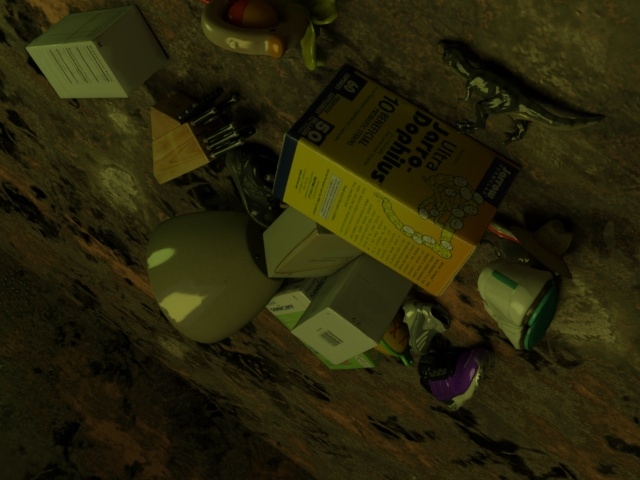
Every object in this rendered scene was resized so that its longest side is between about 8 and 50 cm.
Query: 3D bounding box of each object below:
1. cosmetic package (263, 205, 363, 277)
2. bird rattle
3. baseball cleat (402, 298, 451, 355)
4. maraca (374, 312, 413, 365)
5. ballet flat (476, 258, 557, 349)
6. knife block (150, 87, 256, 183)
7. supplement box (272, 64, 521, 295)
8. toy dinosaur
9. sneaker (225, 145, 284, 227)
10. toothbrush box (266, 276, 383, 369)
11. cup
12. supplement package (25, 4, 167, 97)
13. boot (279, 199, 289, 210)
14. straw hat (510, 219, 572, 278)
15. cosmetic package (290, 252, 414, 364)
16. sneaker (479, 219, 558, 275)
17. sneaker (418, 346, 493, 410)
[{"bbox_3d":[0.004,-0.016,1.577,0.160,0.113,0.309,-1,162,-21],"label":"cosmetic package"},{"bbox_3d":[-0.102,-0.360,1.194,0.254,0.207,0.143,22,131,6],"label":"bird rattle"},{"bbox_3d":[0.253,0.212,1.771,0.110,0.072,0.206,5,147,25],"label":"baseball cleat"},{"bbox_3d":[0.171,0.229,1.843,0.099,0.127,0.185,-29,124,24],"label":"maraca"},{"bbox_3d":[0.352,0.105,1.373,0.139,0.139,0.400,24,174,21],"label":"ballet flat"},{"bbox_3d":[-0.246,-0.200,1.622,0.242,0.088,0.275,32,137,22],"label":"knife block"},{"bbox_3d":[0.124,-0.102,1.321,0.357,0.194,0.195,32,151,6],"label":"supplement box"},{"bbox_3d":[0.278,-0.201,1.158,0.268,0.064,0.118,28,144,7],"label":"toy dinosaur"},{"bbox_3d":[-0.111,-0.106,1.671,0.130,0.087,0.227,15,140,43],"label":"sneaker"},{"bbox_3d":[0.018,0.193,1.936,0.283,0.122,0.206,45,150,-17],"label":"toothbrush box"},{"bbox_3d":[-0.219,0.057,1.842,0.237,0.331,0.331,-23,120,28],"label":"cup"},{"bbox_3d":[-0.464,-0.386,1.579,0.244,0.139,0.133,9,140,40],"label":"supplement package"},{"bbox_3d":[-0.044,-0.147,1.571,0.198,0.077,0.137,-24,112,43],"label":"boot"},{"bbox_3d":[0.398,-0.002,1.304,0.144,0.144,0.061,37,110,-3],"label":"straw hat"},{"bbox_3d":[0.080,0.130,1.674,0.138,0.224,0.224,37,151,-7],"label":"cosmetic package"},{"bbox_3d":[0.359,0.025,1.376,0.158,0.061,0.064,36,108,19],"label":"sneaker"},{"bbox_3d":[0.307,0.316,1.832,0.146,0.102,0.293,32,151,9],"label":"sneaker"}]
